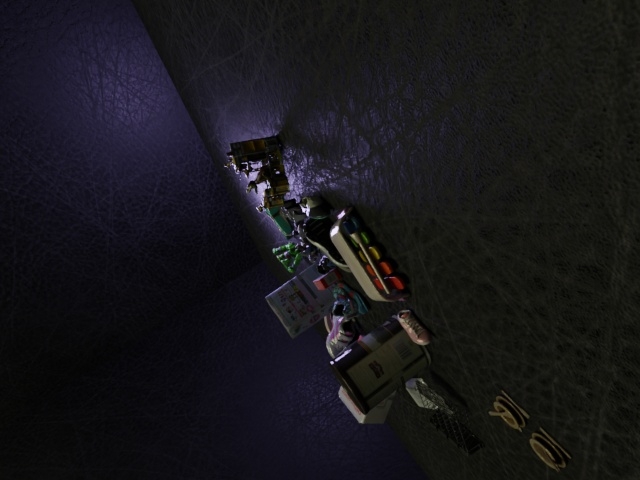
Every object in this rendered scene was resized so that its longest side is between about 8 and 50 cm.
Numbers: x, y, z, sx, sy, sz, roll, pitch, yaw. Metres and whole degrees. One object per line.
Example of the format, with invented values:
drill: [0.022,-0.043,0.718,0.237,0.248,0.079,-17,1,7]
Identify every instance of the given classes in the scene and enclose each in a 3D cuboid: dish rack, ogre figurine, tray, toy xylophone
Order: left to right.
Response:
ogre figurine: [-0.164,0.084,2.337,0.096,0.118,0.197,60,169,-30]
toy xylophone: [0.138,0.054,1.228,0.322,0.081,0.236,59,167,-8]
tray: [0.404,0.620,1.731,0.145,0.030,0.270,53,167,13]
dish rack: [0.423,0.582,1.460,0.208,0.074,0.271,24,143,57]

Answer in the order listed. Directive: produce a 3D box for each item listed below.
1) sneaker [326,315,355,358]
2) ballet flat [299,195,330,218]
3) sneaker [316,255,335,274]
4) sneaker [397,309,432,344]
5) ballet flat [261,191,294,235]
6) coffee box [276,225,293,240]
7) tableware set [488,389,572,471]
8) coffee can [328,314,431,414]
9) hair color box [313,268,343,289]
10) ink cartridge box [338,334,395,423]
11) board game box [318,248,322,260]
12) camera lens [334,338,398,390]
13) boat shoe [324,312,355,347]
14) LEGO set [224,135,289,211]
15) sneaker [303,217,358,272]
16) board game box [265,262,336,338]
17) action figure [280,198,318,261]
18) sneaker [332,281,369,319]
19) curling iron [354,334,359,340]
sneaker: [0.104,0.456,2.084,0.111,0.103,0.252,12,94,60]
ballet flat: [-0.027,-0.118,1.460,0.074,0.074,0.203,61,169,-18]
sneaker: [0.015,0.105,1.812,0.067,0.078,0.188,57,168,1]
sneaker: [0.272,0.252,1.279,0.070,0.051,0.134,58,172,-28]
ballet flat: [-0.202,-0.127,2.062,0.240,0.091,0.077,61,-171,-2]
coffee box: [-0.203,-0.094,2.222,0.113,0.040,0.184,48,165,34]
tableware set: [0.482,0.455,1.021,0.194,0.039,0.128,46,164,39]
coffee can: [0.195,0.406,1.431,0.201,0.275,0.201,53,166,19]
hair color box: [0.030,0.171,1.885,0.053,0.093,0.167,57,168,0]
ink cartridge box: [0.205,0.558,1.752,0.117,0.282,0.207,14,-170,-29]
board game box: [0.000,0.000,1.695,0.168,0.033,0.133,-102,-5,-71]
camera lens: [0.214,0.612,1.984,0.274,0.219,0.219,51,166,23]
boat shoe: [0.123,0.478,2.222,0.123,0.123,0.341,-39,61,46]
LEGO set: [-0.239,-0.228,1.563,0.331,0.192,0.254,-179,77,-78]
sneaker: [0.033,0.015,1.496,0.271,0.100,0.108,48,170,34]
board game box: [-0.073,0.282,2.056,0.224,0.304,0.097,49,165,34]
action figure: [-0.074,-0.029,1.757,0.185,0.099,0.284,-125,12,-62]
sneaker: [0.090,0.253,1.788,0.104,0.125,0.262,61,166,-16]
curling iron: [0.172,0.499,2.284,0.068,0.035,0.274,60,167,-11]
